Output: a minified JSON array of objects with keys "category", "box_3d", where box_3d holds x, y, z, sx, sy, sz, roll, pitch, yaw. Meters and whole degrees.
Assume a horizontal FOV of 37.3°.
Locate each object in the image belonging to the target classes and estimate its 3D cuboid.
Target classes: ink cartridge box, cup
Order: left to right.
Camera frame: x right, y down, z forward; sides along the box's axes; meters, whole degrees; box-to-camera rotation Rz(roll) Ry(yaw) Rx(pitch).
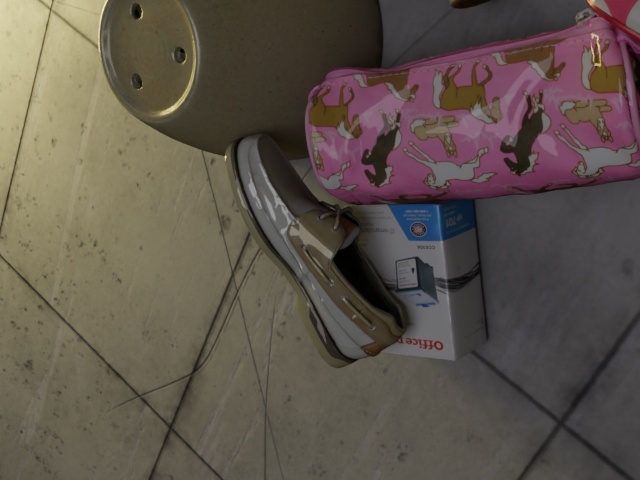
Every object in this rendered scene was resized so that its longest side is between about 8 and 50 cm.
[{"category":"cup","box_3d":[-0.127,-0.242,1.159,0.331,0.237,0.331,13,111,36]},{"category":"ink cartridge box","box_3d":[0.117,0.040,1.156,0.139,0.082,0.191,1,103,38]}]

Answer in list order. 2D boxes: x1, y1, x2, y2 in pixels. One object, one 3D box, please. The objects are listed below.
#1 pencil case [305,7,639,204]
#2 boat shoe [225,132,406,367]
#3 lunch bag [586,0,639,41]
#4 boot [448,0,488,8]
[{"category":"pencil case","box_3d":[0.165,-0.129,1.001,0.386,0.160,0.167,-6,77,36]},{"category":"boat shoe","box_3d":[0.000,0.000,1.116,0.103,0.113,0.302,-24,102,29]},{"category":"lunch bag","box_3d":[0.371,-0.183,0.749,0.258,0.293,0.120,38,125,19]},{"category":"boot","box_3d":[0.185,-0.385,0.959,0.262,0.095,0.203,-42,78,37]}]
